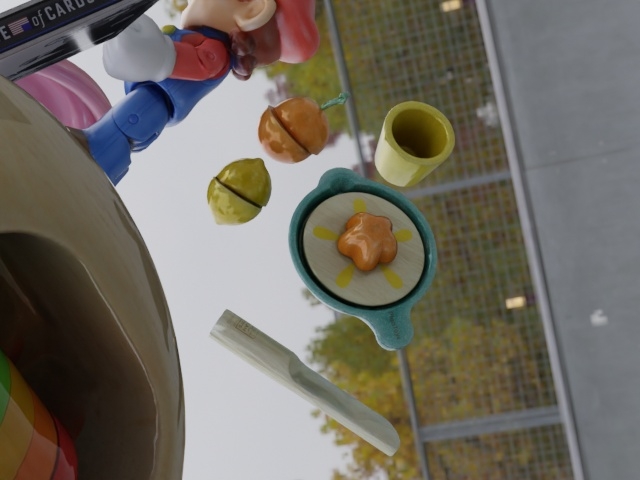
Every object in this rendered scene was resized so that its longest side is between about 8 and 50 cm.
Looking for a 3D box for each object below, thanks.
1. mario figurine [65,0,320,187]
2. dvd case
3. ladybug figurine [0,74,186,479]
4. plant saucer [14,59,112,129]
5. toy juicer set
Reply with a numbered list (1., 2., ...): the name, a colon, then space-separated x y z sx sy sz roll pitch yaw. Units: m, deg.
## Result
1. mario figurine: -0.144 -0.187 1.080 0.198 0.320 0.170 33 163 48
2. dvd case: -0.219 -0.128 0.786 0.239 0.179 0.029 -31 -80 -28
3. ladybug figurine: -0.212 0.084 0.554 0.305 0.162 0.449 -58 -31 -33
4. plant saucer: -0.384 -0.100 1.216 0.084 0.332 0.332 66 -174 34
5. toy juicer set: 0.000 0.000 0.988 0.089 0.209 0.329 121 162 -59
